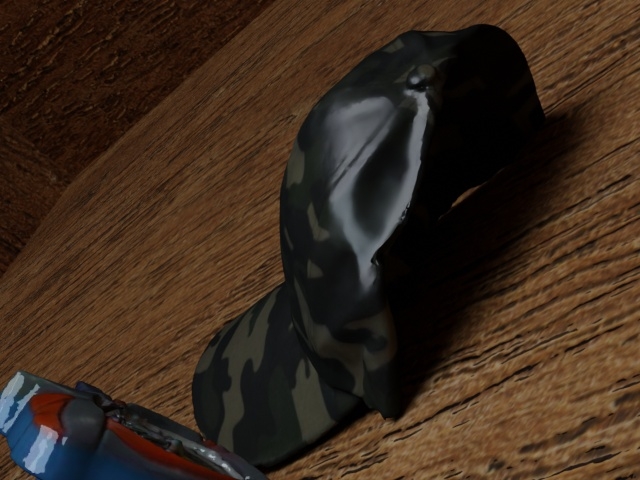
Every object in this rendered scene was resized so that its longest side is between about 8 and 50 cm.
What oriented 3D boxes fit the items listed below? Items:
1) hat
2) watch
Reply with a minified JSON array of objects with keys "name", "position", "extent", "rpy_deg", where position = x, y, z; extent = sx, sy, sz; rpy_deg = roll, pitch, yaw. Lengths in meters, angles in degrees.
[{"name":"hat","position":[0.000,0.000,1.628],"extent":[0.382,0.257,0.366],"rpy_deg":[-16,29,35]},{"name":"watch","position":[-0.178,0.254,1.469],"extent":[0.274,0.241,0.305],"rpy_deg":[-65,13,-4]}]
